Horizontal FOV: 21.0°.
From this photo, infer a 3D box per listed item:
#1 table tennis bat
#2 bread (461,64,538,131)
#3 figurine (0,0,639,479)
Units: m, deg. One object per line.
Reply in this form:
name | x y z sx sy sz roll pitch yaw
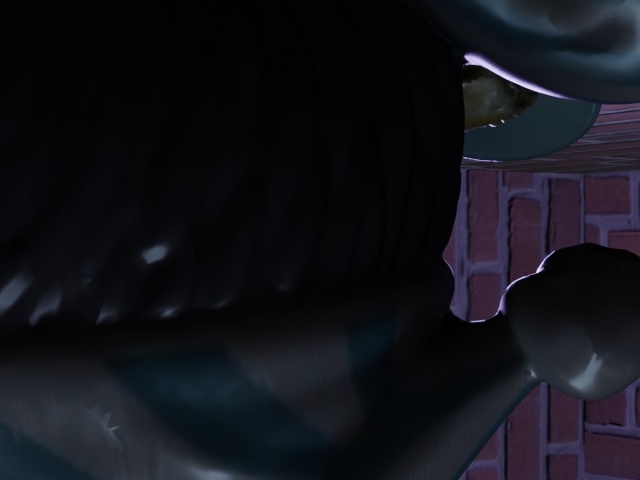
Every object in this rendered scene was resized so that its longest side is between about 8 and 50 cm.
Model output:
table tennis bat | 0.093 -0.120 1.009 0.153 0.040 0.244 10 149 10
bread | -0.009 -0.117 0.817 0.246 0.176 0.195 -15 -174 12
figurine | 0.000 0.000 0.640 0.361 0.377 0.266 -4 -158 -3
